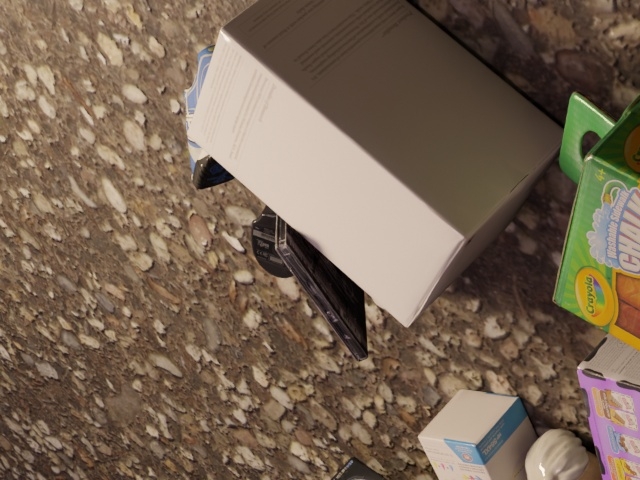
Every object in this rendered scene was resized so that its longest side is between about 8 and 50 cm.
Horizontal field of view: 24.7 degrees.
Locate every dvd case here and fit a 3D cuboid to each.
[{"bbox_3d":[0.000,0.000,1.519,0.018,0.221,0.164,-25,122,16],"label":"dvd case"}]

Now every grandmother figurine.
[{"bbox_3d":[0.359,0.332,1.567,0.342,0.104,0.208,40,119,17],"label":"grandmother figurine"}]

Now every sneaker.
[{"bbox_3d":[-0.112,-0.135,1.644,0.081,0.080,0.211,58,152,24],"label":"sneaker"}]

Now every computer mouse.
[{"bbox_3d":[-0.034,-0.051,1.667,0.071,0.041,0.242,22,135,11],"label":"computer mouse"}]

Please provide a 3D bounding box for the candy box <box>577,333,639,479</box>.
[{"bbox_3d":[0.363,0.191,1.429,0.196,0.070,0.165,15,135,41],"label":"candy box"}]

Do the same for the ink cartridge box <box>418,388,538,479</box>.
[{"bbox_3d":[0.195,0.256,1.672,0.092,0.090,0.143,1,125,48],"label":"ink cartridge box"}]

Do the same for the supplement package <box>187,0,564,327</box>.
[{"bbox_3d":[0.048,-0.099,1.386,0.293,0.177,0.175,42,146,10],"label":"supplement package"}]

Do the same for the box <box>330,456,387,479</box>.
[{"bbox_3d":[0.042,0.334,1.934,0.067,0.083,0.018,32,145,23],"label":"box"}]

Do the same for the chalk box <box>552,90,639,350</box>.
[{"bbox_3d":[0.308,-0.018,1.172,0.289,0.179,0.180,30,143,25],"label":"chalk box"}]

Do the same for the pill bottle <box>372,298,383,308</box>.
[{"bbox_3d":[0.075,0.000,1.550,0.078,0.078,0.137,15,135,40],"label":"pill bottle"}]
